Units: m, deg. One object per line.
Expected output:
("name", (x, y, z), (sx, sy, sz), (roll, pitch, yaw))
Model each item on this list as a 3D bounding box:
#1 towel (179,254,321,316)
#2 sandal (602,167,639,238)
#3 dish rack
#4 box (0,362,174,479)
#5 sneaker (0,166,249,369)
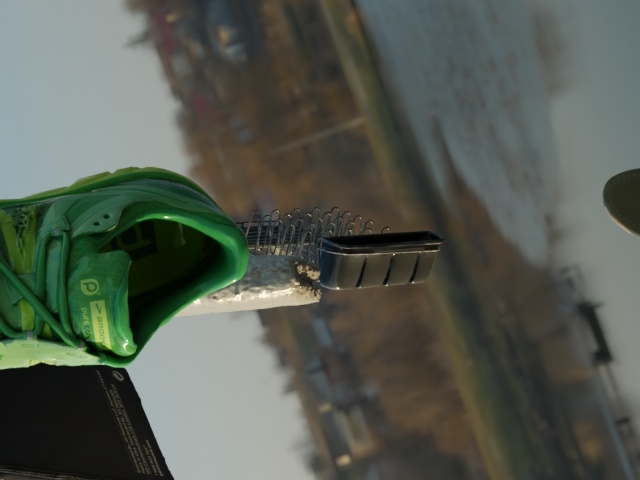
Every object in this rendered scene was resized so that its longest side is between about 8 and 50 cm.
("towel", (-0.099, 0.042, 1.661), (0.282, 0.187, 0.049), (39, -135, -85))
("sandal", (0.387, -0.015, 1.746), (0.079, 0.240, 0.088), (99, 171, -65))
("dish rack", (0.000, 0.000, 2.359), (0.271, 0.208, 0.074), (21, 106, 42))
("box", (-0.362, 0.257, 1.811), (0.294, 0.296, 0.183), (16, -143, -47))
("sneaker", (-0.173, 0.026, 1.081), (0.123, 0.295, 0.109), (20, 126, 50))
